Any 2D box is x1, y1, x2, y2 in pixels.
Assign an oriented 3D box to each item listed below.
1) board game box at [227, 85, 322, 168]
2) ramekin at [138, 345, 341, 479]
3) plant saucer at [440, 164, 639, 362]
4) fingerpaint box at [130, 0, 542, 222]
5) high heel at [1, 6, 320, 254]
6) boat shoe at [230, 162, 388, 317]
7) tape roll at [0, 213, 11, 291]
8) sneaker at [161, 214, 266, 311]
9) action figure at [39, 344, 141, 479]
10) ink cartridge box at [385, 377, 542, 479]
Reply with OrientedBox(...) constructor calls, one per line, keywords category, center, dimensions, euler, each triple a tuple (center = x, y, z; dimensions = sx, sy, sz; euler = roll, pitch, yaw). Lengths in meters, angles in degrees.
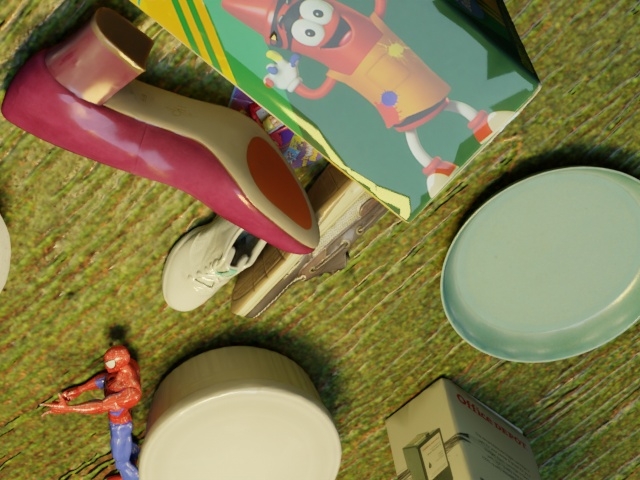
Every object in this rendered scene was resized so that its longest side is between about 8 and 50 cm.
OrientedBox(category="board game box", center=(-0.040, -0.145, 1.446), dimensions=(0.133, 0.033, 0.168), euler=(12, 122, -18))
OrientedBox(category="ramekin", center=(-0.113, 0.262, 1.664), dimensions=(0.273, 0.127, 0.273), euler=(-5, 125, -7))
OrientedBox(category="plant saucer", center=(0.309, 0.028, 1.628), dimensions=(0.318, 0.043, 0.317), euler=(-5, 125, -7))
OrientedBox(category="fingerpaint box", center=(-0.019, -0.269, 1.068), dimensions=(0.371, 0.445, 0.163), euler=(38, 111, -16))
OrientedBox(category="high heel", center=(-0.174, -0.089, 1.401), dimensions=(0.181, 0.127, 0.377), euler=(-33, 112, 31))
OrientedBox(category="boat shoe", center=(0.000, 0.000, 1.516), dimensions=(0.092, 0.103, 0.285), euler=(34, 107, -24))
OrientedBox(category="tape roll", center=(-0.471, 0.010, 1.415), dimensions=(0.219, 0.072, 0.219), euler=(-10, 117, -21))
OrientedBox(category="sneaker", center=(-0.123, 0.022, 1.512), dimensions=(0.080, 0.094, 0.212), euler=(29, 116, -28))
OrientedBox(category="action figure", center=(-0.302, 0.249, 1.642), dimensions=(0.139, 0.091, 0.280), euler=(0, 126, -13))
OrientedBox(category="ink cartridge box", center=(0.218, 0.362, 1.698), dimensions=(0.121, 0.289, 0.211), euler=(-40, 122, 21))
